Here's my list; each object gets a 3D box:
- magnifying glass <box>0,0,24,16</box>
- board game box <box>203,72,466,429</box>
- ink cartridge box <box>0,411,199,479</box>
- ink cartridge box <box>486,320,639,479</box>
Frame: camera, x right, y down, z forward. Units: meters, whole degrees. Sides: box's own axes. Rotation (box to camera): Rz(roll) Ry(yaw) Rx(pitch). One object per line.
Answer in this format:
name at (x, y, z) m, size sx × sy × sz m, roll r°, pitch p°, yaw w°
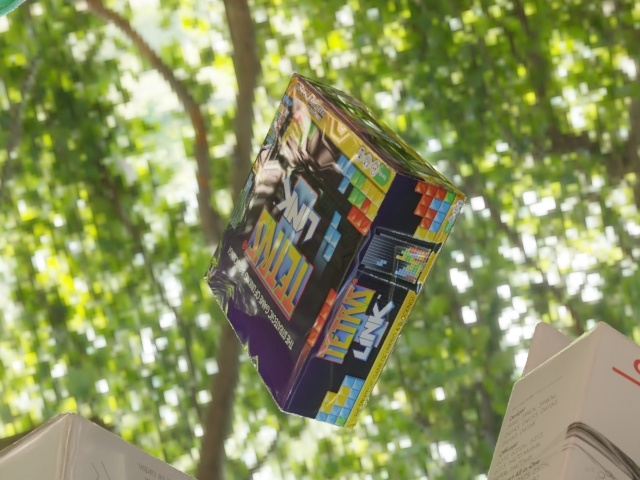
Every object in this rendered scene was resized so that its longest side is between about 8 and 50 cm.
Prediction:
magnifying glass at (-0.243, -0.132, 0.817) m, size 0.231 × 0.092 × 0.026 m, roll -38°, pitch -161°, yaw 27°
board game box at (0.000, 0.000, 0.782) m, size 0.048 × 0.141 × 0.170 m, roll 19°, pitch -165°, yaw -26°
ink cartridge box at (-0.039, 0.223, 0.387) m, size 0.065 × 0.165 × 0.332 m, roll -33°, pitch -141°, yaw 26°
ink cartridge box at (0.119, 0.106, 0.535) m, size 0.060 × 0.104 × 0.180 m, roll -47°, pitch -166°, yaw 47°
